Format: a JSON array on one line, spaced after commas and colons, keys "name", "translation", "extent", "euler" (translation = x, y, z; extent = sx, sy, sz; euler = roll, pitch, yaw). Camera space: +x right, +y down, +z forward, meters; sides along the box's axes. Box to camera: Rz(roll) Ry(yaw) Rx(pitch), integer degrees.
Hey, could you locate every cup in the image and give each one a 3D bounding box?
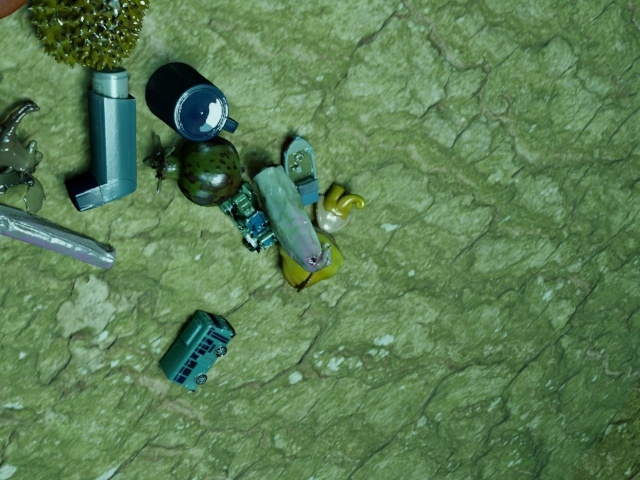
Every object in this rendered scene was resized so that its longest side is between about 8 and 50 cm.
[{"name": "cup", "translation": [-0.224, -0.251, 1.574], "extent": [0.150, 0.138, 0.113], "euler": [-9, 119, -28]}]

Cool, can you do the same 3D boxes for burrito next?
[{"name": "burrito", "translation": [-0.057, -0.040, 1.735], "extent": [0.089, 0.144, 0.228], "euler": [-29, 86, 1]}]

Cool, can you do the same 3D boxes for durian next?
[{"name": "durian", "translation": [-0.369, -0.386, 1.423], "extent": [0.183, 0.138, 0.249], "euler": [7, 117, -43]}]

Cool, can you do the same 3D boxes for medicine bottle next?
[{"name": "medicine bottle", "translation": [-0.389, -0.180, 1.548], "extent": [0.124, 0.079, 0.258], "euler": [-7, 117, -29]}]

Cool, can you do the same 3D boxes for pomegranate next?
[{"name": "pomegranate", "translation": [-0.228, -0.138, 1.634], "extent": [0.169, 0.148, 0.148], "euler": [13, 107, -38]}]

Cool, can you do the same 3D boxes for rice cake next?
[{"name": "rice cake", "translation": [-0.494, -0.005, 1.592], "extent": [0.270, 0.055, 0.049], "euler": [24, 105, -40]}]

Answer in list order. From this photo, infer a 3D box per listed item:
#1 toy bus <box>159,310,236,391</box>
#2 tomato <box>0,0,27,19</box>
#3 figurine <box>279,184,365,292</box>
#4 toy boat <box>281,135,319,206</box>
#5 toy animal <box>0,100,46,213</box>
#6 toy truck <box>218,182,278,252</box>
[{"name": "toy bus", "translation": [-0.263, 0.230, 1.846], "extent": [0.092, 0.079, 0.160], "euler": [34, 96, -39]}, {"name": "tomato", "translation": [-0.517, -0.439, 1.247], "extent": [0.256, 0.224, 0.255], "euler": [-22, 133, -26]}, {"name": "figurine", "translation": [0.000, 0.000, 1.868], "extent": [0.156, 0.131, 0.246], "euler": [27, 85, -19]}, {"name": "toy boat", "translation": [-0.040, -0.144, 1.797], "extent": [0.069, 0.059, 0.172], "euler": [-23, 124, -20]}, {"name": "toy animal", "translation": [-0.541, -0.158, 1.469], "extent": [0.214, 0.094, 0.186], "euler": [28, 94, -31]}, {"name": "toy truck", "translation": [-0.139, -0.039, 1.780], "extent": [0.080, 0.078, 0.154], "euler": [-39, 128, -10]}]
